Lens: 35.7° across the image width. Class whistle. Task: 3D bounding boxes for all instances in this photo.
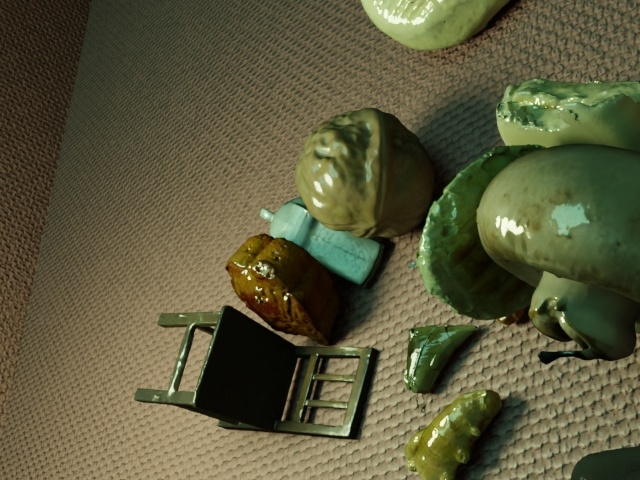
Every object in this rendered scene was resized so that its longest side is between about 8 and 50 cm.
[{"bbox_3d":[0.000,0.000,2.023,0.289,0.163,0.164,26,88,17],"label":"whistle"}]

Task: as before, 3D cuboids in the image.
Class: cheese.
[{"bbox_3d":[0.403,-0.169,1.530,0.266,0.233,0.127,5,60,51],"label":"cheese"}]

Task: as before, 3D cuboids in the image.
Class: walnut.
[{"bbox_3d":[0.086,-0.124,1.874,0.227,0.273,0.273,-46,37,26],"label":"walnut"}]

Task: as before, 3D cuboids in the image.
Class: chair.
[{"bbox_3d":[-0.132,0.256,1.907,0.416,0.240,0.203,-10,57,50],"label":"chair"}]

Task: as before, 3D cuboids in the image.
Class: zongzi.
[{"bbox_3d":[0.202,0.217,1.673,0.130,0.062,0.154,-5,68,37],"label":"zongzi"}]

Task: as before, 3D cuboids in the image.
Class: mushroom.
[{"bbox_3d":[0.368,0.037,1.307,0.362,0.362,0.295,15,80,55],"label":"mushroom"}]

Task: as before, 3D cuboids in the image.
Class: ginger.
[{"bbox_3d":[0.204,0.318,1.573,0.205,0.081,0.115,-49,4,32],"label":"ginger"}]

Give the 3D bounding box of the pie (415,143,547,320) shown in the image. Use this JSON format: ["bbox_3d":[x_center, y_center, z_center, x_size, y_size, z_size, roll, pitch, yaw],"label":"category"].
[{"bbox_3d":[0.282,-0.010,1.508,0.071,0.306,0.306,34,95,51],"label":"pie"}]

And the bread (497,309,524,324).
[{"bbox_3d":[0.285,0.089,1.656,0.052,0.044,0.157,-58,34,11],"label":"bread"}]

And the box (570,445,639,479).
[{"bbox_3d":[0.423,0.365,1.293,0.212,0.042,0.201,-24,49,40],"label":"box"}]

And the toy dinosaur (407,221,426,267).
[{"bbox_3d":[0.223,-0.027,1.818,0.197,0.045,0.080,-56,21,-4],"label":"toy dinosaur"}]

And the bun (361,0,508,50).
[{"bbox_3d":[0.253,-0.559,1.998,0.361,0.213,0.361,-2,87,32],"label":"bun"}]

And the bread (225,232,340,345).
[{"bbox_3d":[-0.080,0.093,1.944,0.232,0.247,0.135,13,61,37],"label":"bread"}]
